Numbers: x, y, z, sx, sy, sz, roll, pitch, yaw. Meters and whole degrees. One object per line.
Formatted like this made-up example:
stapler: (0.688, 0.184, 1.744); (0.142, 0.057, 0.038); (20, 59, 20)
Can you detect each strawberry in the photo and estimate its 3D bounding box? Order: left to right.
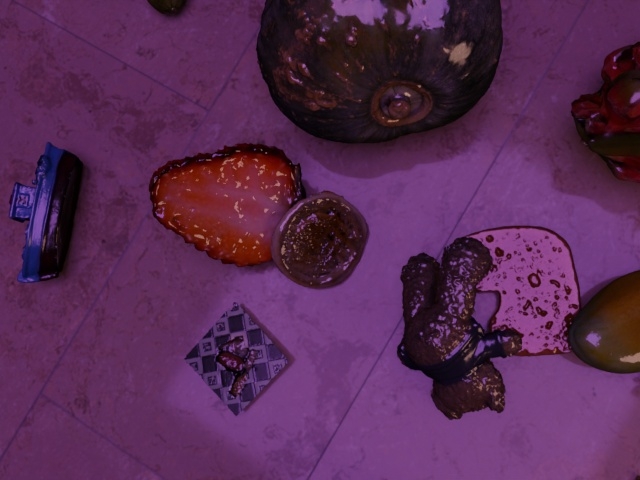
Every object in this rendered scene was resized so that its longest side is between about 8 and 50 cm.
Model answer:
strawberry: (-0.142, -0.068, 1.066); (0.236, 0.111, 0.190); (11, 107, -27)

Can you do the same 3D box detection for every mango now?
mango: (0.425, 0.110, 0.982); (0.194, 0.092, 0.130); (-14, 88, -12)

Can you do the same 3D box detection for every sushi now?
sushi: (-0.125, 0.179, 1.101); (0.120, 0.026, 0.126); (-46, 75, 4)

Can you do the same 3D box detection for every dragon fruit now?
dragon fruit: (0.489, -0.182, 0.953); (0.302, 0.231, 0.237); (-11, 93, 17)

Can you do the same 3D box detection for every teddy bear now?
teddy bear: (0.173, 0.132, 1.004); (0.182, 0.129, 0.251); (-14, 95, 47)

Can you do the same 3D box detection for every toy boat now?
toy boat: (-0.440, -0.043, 1.135); (0.097, 0.100, 0.223); (8, 82, 0)

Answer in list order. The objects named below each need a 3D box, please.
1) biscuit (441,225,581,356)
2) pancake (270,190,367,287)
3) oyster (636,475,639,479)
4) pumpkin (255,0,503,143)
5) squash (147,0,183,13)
biscuit: (0.276, 0.075, 1.048); (0.186, 0.036, 0.192); (-9, 82, 10)
pancake: (-0.001, 0.000, 1.071); (0.151, 0.025, 0.152); (-4, 105, -15)
oyster: (0.455, 0.373, 0.988); (0.051, 0.034, 0.093); (-41, 75, -6)
pumpkin: (0.075, -0.284, 0.996); (0.327, 0.291, 0.257); (-4, 59, -5)
squash: (-0.295, -0.528, 1.180); (0.094, 0.094, 0.341); (-22, 80, 5)
